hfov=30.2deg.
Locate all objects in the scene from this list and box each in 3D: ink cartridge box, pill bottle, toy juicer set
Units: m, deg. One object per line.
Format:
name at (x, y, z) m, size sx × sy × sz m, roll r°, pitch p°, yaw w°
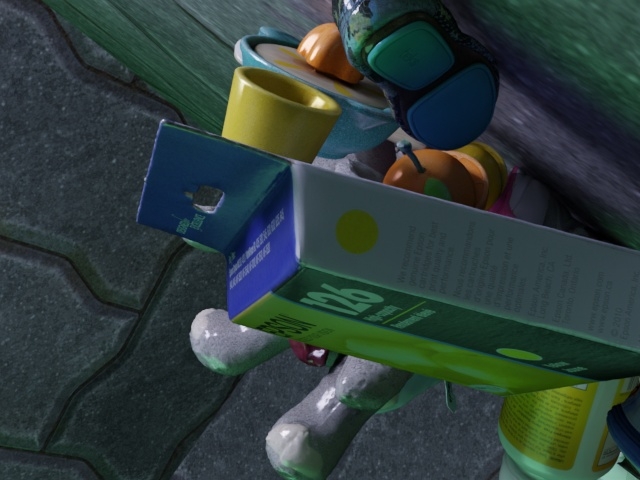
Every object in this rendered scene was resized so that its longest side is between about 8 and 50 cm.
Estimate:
ink cartridge box at (0.032, 0.029, 0.749) m, size 0.307 × 0.072 × 0.303 m, roll 13°, pitch 169°, yaw -8°
pill bottle at (0.231, 0.149, 1.102) m, size 0.117 × 0.208 × 0.118 m, roll 7°, pitch -152°, yaw -4°
toy juicer set at (0.038, -0.099, 0.849) m, size 0.209 × 0.090 × 0.329 m, roll 19°, pitch -162°, yaw -8°

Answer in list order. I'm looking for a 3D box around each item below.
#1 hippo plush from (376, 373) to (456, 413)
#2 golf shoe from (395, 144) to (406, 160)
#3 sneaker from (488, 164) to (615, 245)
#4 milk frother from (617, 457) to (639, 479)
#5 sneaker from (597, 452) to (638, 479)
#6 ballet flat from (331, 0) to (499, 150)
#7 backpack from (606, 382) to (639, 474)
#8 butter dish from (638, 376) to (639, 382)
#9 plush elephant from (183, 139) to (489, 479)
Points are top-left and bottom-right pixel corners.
hippo plush at (0.165, 0.111, 1.258) m, size 0.236 × 0.234 × 0.294 m, roll 16°, pitch 145°, yaw 50°
golf shoe at (0.060, -0.058, 1.232) m, size 0.067 × 0.086 × 0.186 m, roll 38°, pitch 176°, yaw -25°
sneaker at (0.183, 0.020, 0.923) m, size 0.111 × 0.103 × 0.252 m, roll 30°, pitch -177°, yaw 22°
milk frother at (0.361, 0.188, 1.172) m, size 0.129 × 0.135 × 0.143 m, roll 35°, pitch 178°, yaw 45°
sneaker at (0.347, 0.213, 1.556) m, size 0.447 × 0.169 × 0.257 m, roll 38°, pitch -179°, yaw 18°
ballet flat at (0.053, -0.105, 0.650) m, size 0.070 × 0.070 × 0.188 m, roll 35°, pitch 178°, yaw 21°
backpack at (0.311, 0.170, 0.767) m, size 0.263 × 0.213 × 0.276 m, roll 46°, pitch -176°, yaw 14°
butter dish at (0.343, 0.148, 0.978) m, size 0.160 × 0.118 × 0.160 m, roll 37°, pitch -140°, yaw -50°
plush elephant at (0.000, 0.000, 1.036) m, size 0.255 × 0.330 × 0.272 m, roll 56°, pitch 180°, yaw -33°
